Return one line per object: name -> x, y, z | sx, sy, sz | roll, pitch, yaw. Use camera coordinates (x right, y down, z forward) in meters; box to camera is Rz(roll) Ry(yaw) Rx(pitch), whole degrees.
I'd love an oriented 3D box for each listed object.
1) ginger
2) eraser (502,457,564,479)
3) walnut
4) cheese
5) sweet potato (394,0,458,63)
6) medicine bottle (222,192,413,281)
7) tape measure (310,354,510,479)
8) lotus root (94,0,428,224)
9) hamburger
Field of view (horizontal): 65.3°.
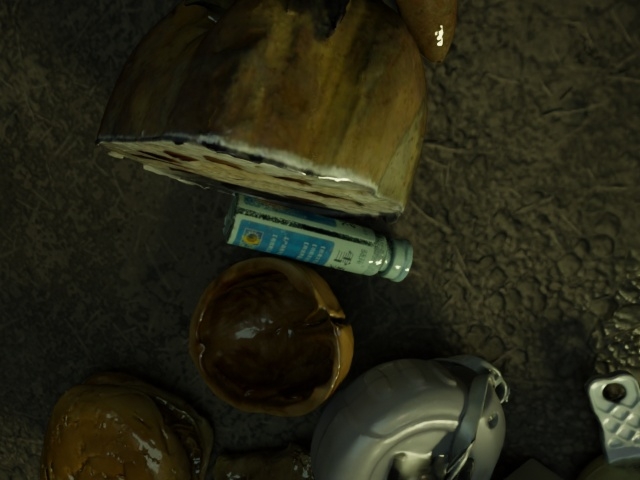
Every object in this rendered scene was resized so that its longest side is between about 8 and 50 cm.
ginger -> -0.055, 0.303, 0.616 | 0.165, 0.067, 0.096 | -13, 100, 27
eraser -> 0.202, 0.356, 0.556 | 0.046, 0.091, 0.213 | 27, 111, 42
walnut -> -0.046, 0.098, 0.547 | 0.211, 0.087, 0.167 | -12, 89, 34
cheese -> 0.317, 0.266, 0.526 | 0.163, 0.071, 0.249 | -38, 93, 15
sweet potato -> 0.064, -0.333, 0.437 | 0.114, 0.092, 0.342 | -24, 97, 40
medicine bottle -> 0.000, 0.000, 0.504 | 0.190, 0.051, 0.051 | 15, 106, -18
tape measure -> 0.087, 0.223, 0.522 | 0.197, 0.120, 0.236 | 11, 105, -20
lotus root -> -0.042, -0.124, 0.436 | 0.271, 0.272, 0.192 | 14, 94, 8
hamburger -> -0.242, 0.268, 0.627 | 0.213, 0.108, 0.214 | 3, 102, 16
